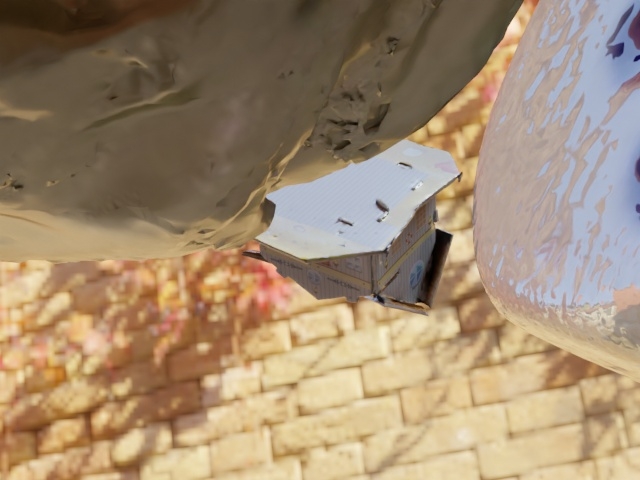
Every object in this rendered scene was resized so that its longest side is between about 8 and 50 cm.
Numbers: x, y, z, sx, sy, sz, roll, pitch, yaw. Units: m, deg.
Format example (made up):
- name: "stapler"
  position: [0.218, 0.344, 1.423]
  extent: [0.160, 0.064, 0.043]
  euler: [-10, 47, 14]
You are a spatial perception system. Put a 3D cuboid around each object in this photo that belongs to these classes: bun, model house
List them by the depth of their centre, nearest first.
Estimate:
- name: "bun"
  position: [-0.084, -0.118, 0.470]
  extent: [0.362, 0.326, 0.234]
  euler: [-26, -68, 4]
- name: "model house"
  position: [0.000, 0.000, 1.349]
  extent: [0.219, 0.207, 0.135]
  euler: [17, -49, 28]

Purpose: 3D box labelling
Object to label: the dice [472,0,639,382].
- name: "dice"
  position: [0.265, -0.032, 0.636]
  extent: [0.304, 0.276, 0.304]
  euler: [25, -4, -16]
